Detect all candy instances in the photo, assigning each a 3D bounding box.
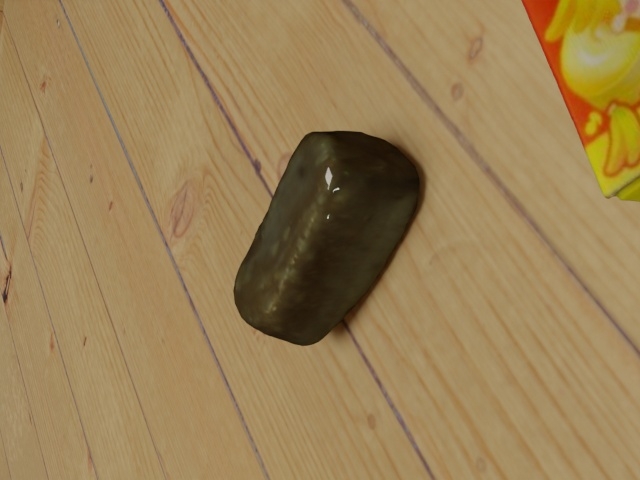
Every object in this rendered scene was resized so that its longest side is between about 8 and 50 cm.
[{"bbox_3d":[0.207,-0.174,0.550,0.146,0.088,0.276,-45,54,48],"label":"candy"},{"bbox_3d":[0.000,0.000,0.850,0.234,0.104,0.102,-64,36,33],"label":"candy"}]
